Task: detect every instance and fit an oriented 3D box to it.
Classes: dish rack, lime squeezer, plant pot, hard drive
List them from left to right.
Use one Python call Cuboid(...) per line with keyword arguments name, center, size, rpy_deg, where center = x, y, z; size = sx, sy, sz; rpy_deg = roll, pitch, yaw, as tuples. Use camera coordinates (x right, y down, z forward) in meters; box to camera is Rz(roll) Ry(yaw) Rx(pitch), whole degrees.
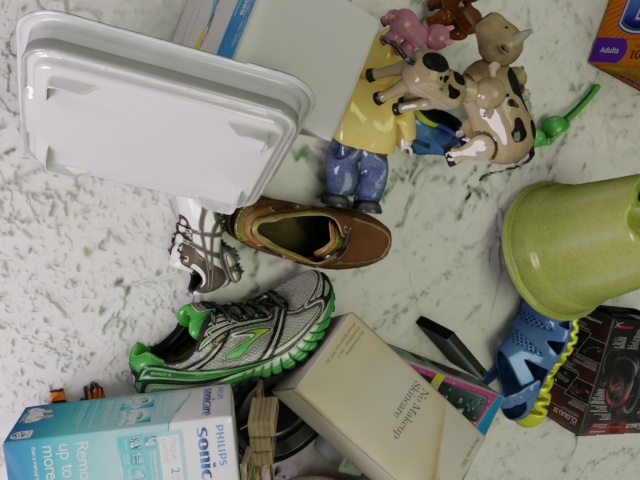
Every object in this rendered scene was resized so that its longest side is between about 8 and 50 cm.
Cuboid(name="dish rack", center=(-0.197, -0.127, 0.921), size=(0.333, 0.285, 0.072), rpy_deg=(13, 65, -14))
Cuboid(name="hard drive", center=(0.243, 0.198, 1.428), size=(0.022, 0.094, 0.135), rpy_deg=(-49, 123, -11))
Cuboid(name="lime squeezer", center=(0.411, -0.228, 1.437), size=(0.310, 0.059, 0.110), rpy_deg=(-10, 79, -27))
Cuboid(name="plant pot", center=(0.515, -0.006, 1.381), size=(0.276, 0.254, 0.276), rpy_deg=(7, 75, -27))

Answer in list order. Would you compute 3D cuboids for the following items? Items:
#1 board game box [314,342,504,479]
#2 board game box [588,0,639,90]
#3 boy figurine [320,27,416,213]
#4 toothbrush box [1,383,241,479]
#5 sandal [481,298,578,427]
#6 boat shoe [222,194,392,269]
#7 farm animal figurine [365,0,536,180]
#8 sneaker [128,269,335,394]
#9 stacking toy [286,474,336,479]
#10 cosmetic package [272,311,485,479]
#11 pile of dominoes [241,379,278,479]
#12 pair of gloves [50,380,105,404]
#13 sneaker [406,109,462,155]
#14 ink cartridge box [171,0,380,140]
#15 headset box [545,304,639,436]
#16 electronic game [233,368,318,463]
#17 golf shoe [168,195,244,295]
Cuboid(name="board game box", center=(0.169, 0.331, 1.424), size=(0.303, 0.097, 0.224), rpy_deg=(24, 93, -34))
Cuboid(name="board game box", center=(0.796, -0.427, 1.416), size=(0.356, 0.356, 0.356), rpy_deg=(15, 96, -33))
Cuboid(name="boy figurine", center=(0.065, -0.189, 1.205), size=(0.177, 0.092, 0.285), rpy_deg=(8, 98, -5))
Cuboid(name="toothbrush box", center=(-0.256, 0.333, 1.058), size=(0.295, 0.126, 0.216), rpy_deg=(-5, 101, -7))
Cuboid(name="sandal", center=(0.408, 0.222, 1.524), size=(0.138, 0.126, 0.317), rpy_deg=(9, 98, -29))
Cuboid(name="boat shoe", center=(0.000, 0.000, 1.215), size=(0.307, 0.104, 0.111), rpy_deg=(6, 101, -32))
Cuboid(name="farm animal figurine", center=(0.238, -0.241, 1.159), size=(0.327, 0.172, 0.330), rpy_deg=(58, 42, -27))
Cuboid(name="sneaker", center=(-0.126, 0.142, 1.165), size=(0.343, 0.134, 0.146), rpy_deg=(-32, 118, -19))
Cuboid(name="stacking toy", center=(0.133, 0.567, 1.391), size=(0.480, 0.350, 0.351), rpy_deg=(4, 103, -48))
Cuboid(name="cosmetic package", center=(0.094, 0.276, 1.225), size=(0.309, 0.113, 0.160), rpy_deg=(42, 64, -10))
Cuboid(name="pile of dominoes", center=(-0.079, 0.354, 1.167), size=(0.040, 0.196, 0.251), rpy_deg=(-1, 122, 4))
Cuboid(name="pair of gloves", center=(-0.357, 0.247, 1.131), size=(0.083, 0.010, 0.074), rpy_deg=(-8, 109, -28))
Cuboid(name="sneaker", center=(0.194, -0.176, 1.314), size=(0.209, 0.069, 0.082), rpy_deg=(18, 131, -43))
Cuboid(name="ink cartridge box", center=(-0.076, -0.251, 1.017), size=(0.171, 0.232, 0.168), rpy_deg=(22, 91, -34))
Cuboid(name="headset box", center=(0.624, 0.295, 1.679), size=(0.218, 0.110, 0.293), rpy_deg=(7, 101, -32))
Cuboid(name="electronic game", center=(-0.073, 0.279, 1.289), size=(0.229, 0.048, 0.229), rpy_deg=(-12, 118, -25))
Cuboid(name="golf shoe", center=(-0.185, -0.005, 1.120), size=(0.094, 0.077, 0.198), rpy_deg=(-31, 117, -20))
